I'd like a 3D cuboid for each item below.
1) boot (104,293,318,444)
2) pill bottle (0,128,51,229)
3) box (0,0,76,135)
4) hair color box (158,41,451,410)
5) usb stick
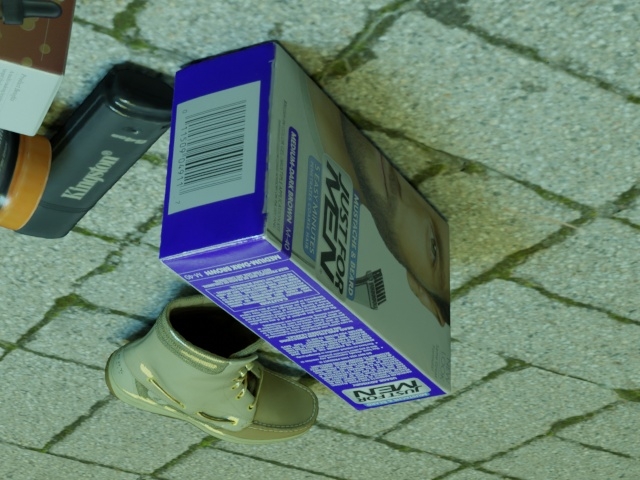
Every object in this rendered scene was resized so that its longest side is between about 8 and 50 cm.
[{"bbox_3d":[-0.090,0.145,1.698,0.262,0.095,0.203,19,147,-19],"label":"boot"},{"bbox_3d":[-0.351,-0.085,1.248,0.246,0.130,0.130,20,148,-28],"label":"pill bottle"},{"bbox_3d":[-0.268,-0.169,1.079,0.170,0.130,0.091,13,150,-19],"label":"box"},{"bbox_3d":[0.000,0.000,1.308,0.110,0.185,0.339,-12,149,25],"label":"hair color box"},{"bbox_3d":[-0.212,-0.071,1.349,0.077,0.045,0.278,19,148,-25],"label":"usb stick"}]
